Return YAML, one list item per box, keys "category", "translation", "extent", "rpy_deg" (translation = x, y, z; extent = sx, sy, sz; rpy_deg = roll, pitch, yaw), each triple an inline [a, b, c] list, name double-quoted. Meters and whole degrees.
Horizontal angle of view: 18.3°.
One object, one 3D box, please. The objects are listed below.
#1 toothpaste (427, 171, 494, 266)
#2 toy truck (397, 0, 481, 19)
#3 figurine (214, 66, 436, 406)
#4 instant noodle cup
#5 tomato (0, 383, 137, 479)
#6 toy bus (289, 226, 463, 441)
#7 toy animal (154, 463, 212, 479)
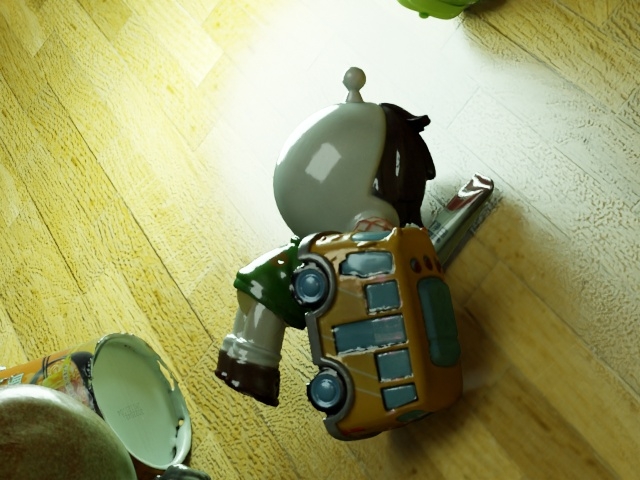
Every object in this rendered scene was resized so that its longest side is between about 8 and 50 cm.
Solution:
- category: "toothpaste"
  translation: [0.104, 0.028, 2.094]
  extent: [0.239, 0.039, 0.062]
  rpy_deg: [-53, 19, 1]
- category: "toy truck"
  translation: [0.143, -0.342, 2.319]
  extent: [0.210, 0.148, 0.187]
  rpy_deg: [122, 155, -42]
- category: "figurine"
  translation: [0.000, 0.000, 2.154]
  extent: [0.370, 0.167, 0.281]
  rpy_deg: [-62, 14, -1]
- category: "instant noodle cup"
  translation: [-0.273, 0.219, 2.294]
  extent: [0.182, 0.230, 0.230]
  rpy_deg: [-27, 39, 27]
- category: "tomato"
  translation: [-0.314, 0.311, 2.072]
  extent: [0.303, 0.239, 0.304]
  rpy_deg: [-167, 90, -81]
- category: "toy bus"
  translation: [0.062, 0.085, 1.946]
  extent: [0.136, 0.126, 0.210]
  rpy_deg: [-13, 83, 29]
- category: "toy animal"
  translation: [-0.128, 0.329, 2.072]
  extent: [0.168, 0.106, 0.343]
  rpy_deg: [-59, 22, 9]
